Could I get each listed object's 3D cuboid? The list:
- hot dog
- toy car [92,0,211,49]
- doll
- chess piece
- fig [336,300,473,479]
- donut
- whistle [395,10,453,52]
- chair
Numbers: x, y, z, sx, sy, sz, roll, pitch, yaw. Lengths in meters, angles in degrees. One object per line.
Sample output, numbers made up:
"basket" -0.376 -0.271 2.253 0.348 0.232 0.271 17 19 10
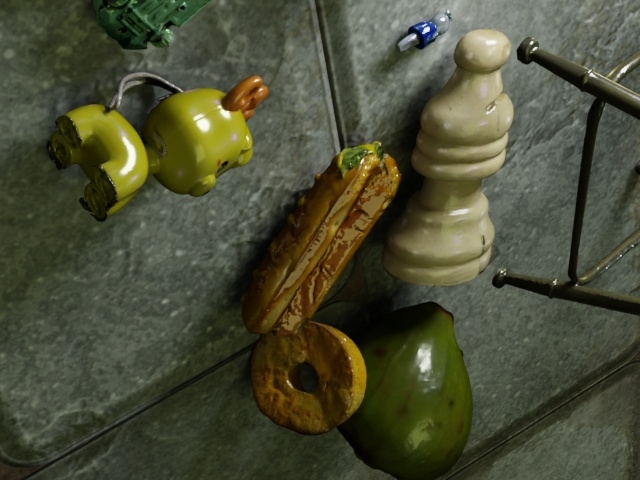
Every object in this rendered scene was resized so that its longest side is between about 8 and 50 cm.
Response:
"hot dog" 0.000 0.000 1.623 0.115 0.072 0.269 24 104 -47
"toy car" -0.131 -0.255 1.317 0.186 0.058 0.093 -37 141 9
"doll" -0.150 -0.104 1.394 0.221 0.135 0.143 -27 169 -28
"chess piece" 0.161 -0.104 1.651 0.138 0.124 0.307 6 121 -4
"fig" 0.116 0.191 1.777 0.203 0.203 0.225 36 84 -49
"donut" -0.011 0.166 1.701 0.058 0.152 0.152 3 122 -56
"whistle" 0.117 -0.232 1.563 0.083 0.029 0.033 -31 154 -25
"chair" 0.486 -0.070 1.647 0.362 0.410 0.365 -34 141 -35
